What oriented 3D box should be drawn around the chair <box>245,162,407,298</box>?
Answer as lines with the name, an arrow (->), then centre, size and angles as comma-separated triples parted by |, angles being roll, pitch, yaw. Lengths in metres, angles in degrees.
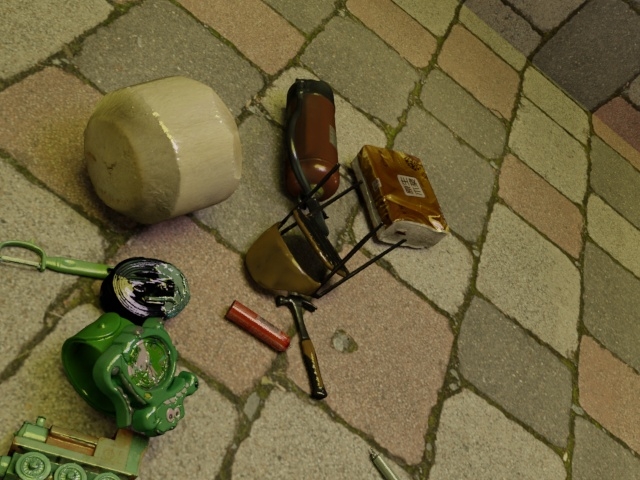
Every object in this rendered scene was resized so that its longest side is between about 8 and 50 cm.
chair -> 0.000, 0.000, 1.275 | 0.158, 0.247, 0.172 | 56, 14, 23

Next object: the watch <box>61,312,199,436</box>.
watch -> -0.274, 0.188, 0.933 | 0.131, 0.152, 0.165 | -44, 117, -50

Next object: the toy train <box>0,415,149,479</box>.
toy train -> -0.316, 0.285, 0.873 | 0.176, 0.074, 0.118 | 22, 35, -16

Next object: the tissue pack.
tissue pack -> 0.179, -0.098, 1.565 | 0.183, 0.092, 0.226 | 6, 51, -34

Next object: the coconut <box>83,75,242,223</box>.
coconut -> -0.252, -0.157, 1.162 | 0.266, 0.237, 0.237 | -21, 71, -46

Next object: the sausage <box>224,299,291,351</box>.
sausage -> -0.102, 0.151, 1.176 | 0.129, 0.034, 0.034 | 35, 42, -11

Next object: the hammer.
hammer -> -0.021, 0.186, 1.220 | 0.078, 0.021, 0.201 | 5, 54, -36

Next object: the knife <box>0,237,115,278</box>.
knife -> -0.389, 0.032, 1.061 | 0.212, 0.015, 0.054 | 14, 48, -29

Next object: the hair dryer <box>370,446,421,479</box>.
hair dryer -> 0.125, 0.400, 1.155 | 0.063, 0.038, 0.124 | -20, 63, -48

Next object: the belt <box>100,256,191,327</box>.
belt -> -0.272, 0.081, 1.071 | 0.140, 0.058, 0.105 | 5, 65, -40

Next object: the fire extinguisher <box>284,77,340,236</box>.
fire extinguisher -> -0.038, -0.202, 1.444 | 0.200, 0.113, 0.376 | 35, 39, -39
